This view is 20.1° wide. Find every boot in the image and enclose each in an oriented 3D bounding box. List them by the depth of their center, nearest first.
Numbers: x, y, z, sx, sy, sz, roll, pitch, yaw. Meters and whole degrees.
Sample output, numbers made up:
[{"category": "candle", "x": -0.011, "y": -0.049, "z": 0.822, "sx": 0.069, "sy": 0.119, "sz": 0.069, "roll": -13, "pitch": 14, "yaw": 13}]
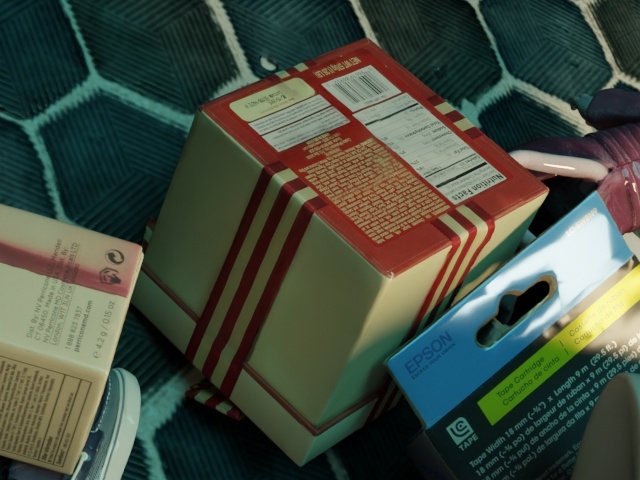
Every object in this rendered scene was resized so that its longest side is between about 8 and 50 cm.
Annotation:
[{"category": "boot", "x": -0.200, "y": 0.167, "z": 1.390, "sx": 0.086, "sy": 0.069, "sz": 0.190, "roll": 30, "pitch": 48, "yaw": -24}]

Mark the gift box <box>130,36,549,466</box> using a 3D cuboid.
[{"category": "gift box", "x": 0.000, "y": 0.000, "z": 1.530, "sx": 0.255, "sy": 0.258, "sz": 0.276, "roll": -21, "pitch": 56, "yaw": -41}]

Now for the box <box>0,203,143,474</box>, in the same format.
[{"category": "box", "x": -0.265, "y": 0.057, "z": 1.322, "sx": 0.232, "sy": 0.149, "sz": 0.127, "roll": 17, "pitch": 50, "yaw": -7}]

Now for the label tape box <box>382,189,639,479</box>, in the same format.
[{"category": "label tape box", "x": 0.208, "y": 0.154, "z": 1.544, "sx": 0.240, "sy": 0.106, "sz": 0.334, "roll": -38, "pitch": 107, "yaw": -14}]

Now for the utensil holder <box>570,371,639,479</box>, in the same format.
[{"category": "utensil holder", "x": 0.387, "y": 0.276, "z": 1.349, "sx": 0.385, "sy": 0.328, "sz": 0.328, "roll": 11, "pitch": 52, "yaw": -1}]

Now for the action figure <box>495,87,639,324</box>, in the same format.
[{"category": "action figure", "x": 0.280, "y": -0.071, "z": 1.741, "sx": 0.370, "sy": 0.276, "sz": 0.248, "roll": -22, "pitch": 71, "yaw": -17}]

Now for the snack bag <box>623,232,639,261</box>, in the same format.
[{"category": "snack bag", "x": 0.349, "y": 0.136, "z": 1.844, "sx": 0.342, "sy": 0.037, "sz": 0.323, "roll": 41, "pitch": 46, "yaw": -7}]
